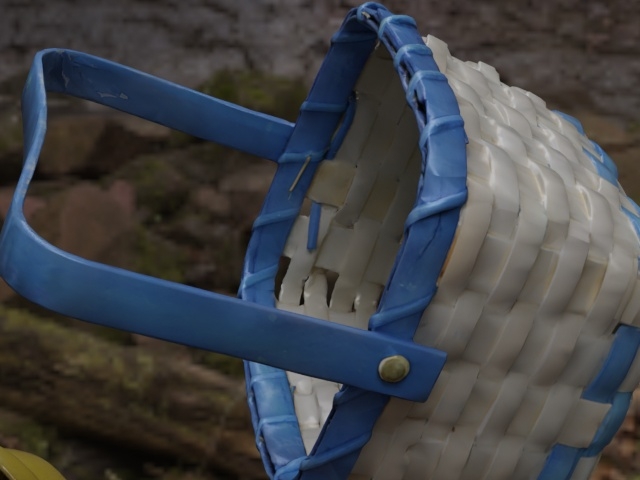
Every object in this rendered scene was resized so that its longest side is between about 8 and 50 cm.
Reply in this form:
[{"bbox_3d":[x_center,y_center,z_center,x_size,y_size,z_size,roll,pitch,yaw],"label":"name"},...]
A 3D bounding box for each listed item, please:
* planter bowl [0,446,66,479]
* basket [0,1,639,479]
[{"bbox_3d":[-0.260,0.243,1.362,0.217,0.217,0.090,10,24,35],"label":"planter bowl"},{"bbox_3d":[0.000,0.000,0.743,0.289,0.201,0.255,21,22,-14],"label":"basket"}]
